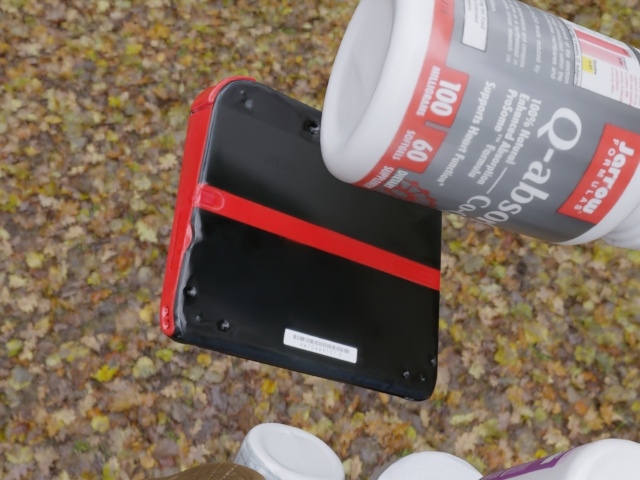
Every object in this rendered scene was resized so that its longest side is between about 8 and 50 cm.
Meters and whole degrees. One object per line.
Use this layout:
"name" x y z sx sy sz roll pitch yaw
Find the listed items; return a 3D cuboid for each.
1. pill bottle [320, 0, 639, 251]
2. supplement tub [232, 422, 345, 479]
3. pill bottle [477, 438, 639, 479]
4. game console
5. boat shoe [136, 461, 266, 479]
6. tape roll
"pill bottle" 0.200 -0.114 0.749 0.363 0.210 0.210 15 48 -16
"supplement tub" -0.101 0.503 1.352 0.193 0.316 0.193 23 13 -5
"pill bottle" 0.243 0.327 0.825 0.169 0.301 0.169 10 62 -19
"game console" 0.000 0.000 0.947 0.386 0.060 0.342 19 65 -31
"boat shoe" -0.201 0.420 1.124 0.342 0.123 0.123 -19 11 28
"tape roll" 0.160 0.428 1.131 0.219 0.072 0.219 4 67 -11
